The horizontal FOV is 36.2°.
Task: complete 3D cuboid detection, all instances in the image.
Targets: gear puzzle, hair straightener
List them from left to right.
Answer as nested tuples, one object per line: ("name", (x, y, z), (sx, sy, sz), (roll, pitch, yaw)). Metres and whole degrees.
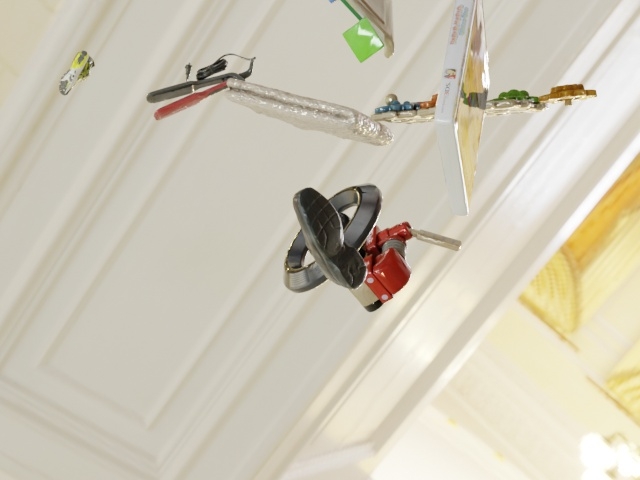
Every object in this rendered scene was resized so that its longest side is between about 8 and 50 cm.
("hair straightener", (-0.235, -0.318, 1.910), (0.089, 0.231, 0.047), (62, 174, 15))
("gear puzzle", (0.255, -0.219, 1.518), (0.339, 0.044, 0.175), (-2, -177, 29))

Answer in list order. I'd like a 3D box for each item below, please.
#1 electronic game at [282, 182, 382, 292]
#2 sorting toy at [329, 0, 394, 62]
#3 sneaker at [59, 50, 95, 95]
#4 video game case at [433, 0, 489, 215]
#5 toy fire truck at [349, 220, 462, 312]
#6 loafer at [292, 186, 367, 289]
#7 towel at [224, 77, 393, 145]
("electronic game", (0.019, -0.006, 1.650), (0.048, 0.229, 0.229), (41, -166, -20))
("sorting toy", (0.016, -0.308, 1.125), (0.196, 0.047, 0.347), (48, -157, -22))
("sneaker", (-0.406, -0.276, 1.646), (0.031, 0.083, 0.035), (28, 174, 38))
("video game case", (0.173, -0.170, 1.181), (0.026, 0.206, 0.227), (6, 156, 15))
("toy fire truck", (0.189, 0.040, 2.290), (0.158, 0.246, 0.217), (49, -155, -24))
("loafer", (0.000, 0.000, 1.367), (0.061, 0.062, 0.170), (0, 127, 45))
("towel", (-0.024, -0.231, 1.789), (0.282, 0.049, 0.187), (17, -177, 25))
